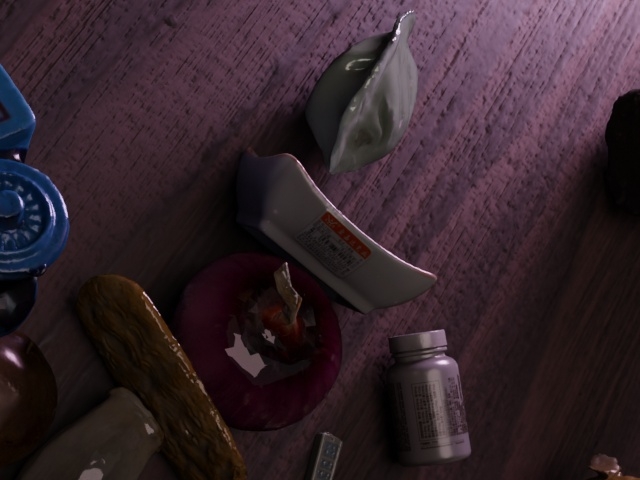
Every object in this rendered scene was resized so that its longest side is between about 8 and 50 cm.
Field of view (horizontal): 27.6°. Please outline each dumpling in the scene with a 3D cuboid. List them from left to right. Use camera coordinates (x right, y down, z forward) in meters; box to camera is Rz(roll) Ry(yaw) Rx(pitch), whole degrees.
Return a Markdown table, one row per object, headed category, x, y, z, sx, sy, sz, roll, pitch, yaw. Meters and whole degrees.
| category | x | y | z | sx | sy | sz | roll | pitch | yaw |
| --- | --- | --- | --- | --- | --- | --- | --- | --- | --- |
| dumpling | 0.041 | -0.162 | 1.384 | 0.219 | 0.108 | 0.152 | -65 | 153 | -48 |

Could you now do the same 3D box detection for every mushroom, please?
| category | x | y | z | sx | sy | sz | roll | pitch | yaw |
| --- | --- | --- | --- | --- | --- | --- | --- | --- | --- |
| mushroom | -0.310 | 0.141 | 1.150 | 0.171 | 0.080 | 0.135 | -26 | 86 | -35 |
| mushroom | -0.250 | 0.283 | 1.150 | 0.109 | 0.097 | 0.351 | 29 | 67 | -8 |

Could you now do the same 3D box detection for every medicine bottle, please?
| category | x | y | z | sx | sy | sz | roll | pitch | yaw |
| --- | --- | --- | --- | --- | --- | --- | --- | --- | --- |
| medicine bottle | 0.113 | 0.169 | 1.402 | 0.079 | 0.079 | 0.140 | -6 | 85 | -32 |

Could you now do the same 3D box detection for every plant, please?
| category | x | y | z | sx | sy | sz | roll | pitch | yaw |
| --- | --- | --- | --- | --- | --- | --- | --- | --- | --- |
| plant | 0.475 | -0.110 | 1.611 | 0.234 | 0.204 | 0.178 | 0 | 85 | -25 |

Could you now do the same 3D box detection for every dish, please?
| category | x | y | z | sx | sy | sz | roll | pitch | yaw |
| --- | --- | --- | --- | --- | --- | --- | --- | --- | --- |
| dish | 0.000 | 0.000 | 1.329 | 0.212 | 0.151 | 0.077 | 40 | 83 | -20 |

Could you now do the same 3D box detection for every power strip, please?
| category | x | y | z | sx | sy | sz | roll | pitch | yaw |
| --- | --- | --- | --- | --- | --- | --- | --- | --- | --- |
| power strip | 0.001 | 0.240 | 1.360 | 0.027 | 0.017 | 0.083 | 24 | 69 | -24 |

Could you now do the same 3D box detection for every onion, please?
| category | x | y | z | sx | sy | sz | roll | pitch | yaw |
| --- | --- | --- | --- | --- | --- | --- | --- | --- | --- |
| onion | -0.062 | 0.098 | 1.269 | 0.177 | 0.153 | 0.177 | -7 | 99 | -43 |

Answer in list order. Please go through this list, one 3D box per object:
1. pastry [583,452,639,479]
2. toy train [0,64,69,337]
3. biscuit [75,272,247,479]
| category | x | y | z | sx | sy | sz | roll | pitch | yaw |
| --- | --- | --- | --- | --- | --- | --- | --- | --- | --- |
| pastry | 0.283 | 0.365 | 1.346 | 0.330 | 0.330 | 0.136 | -37 | 103 | -30 |
| toy train | -0.374 | -0.018 | 1.061 | 0.300 | 0.188 | 0.265 | -29 | 78 | -32 |
| biscuit | -0.150 | 0.139 | 1.224 | 0.029 | 0.118 | 0.247 | -37 | 101 | -36 |
